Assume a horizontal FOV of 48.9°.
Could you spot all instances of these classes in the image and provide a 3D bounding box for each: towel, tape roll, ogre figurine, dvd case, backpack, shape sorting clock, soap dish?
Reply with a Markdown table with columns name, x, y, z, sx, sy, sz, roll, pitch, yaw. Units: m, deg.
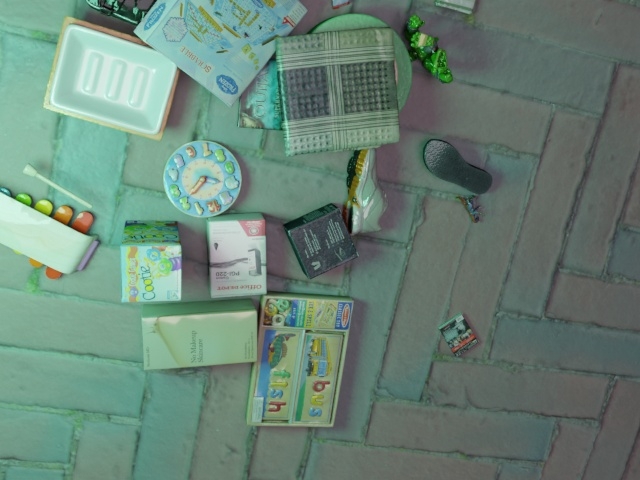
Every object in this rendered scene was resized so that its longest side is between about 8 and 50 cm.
| name | x | y | z | sx | sy | sz | roll | pitch | yaw |
| --- | --- | --- | --- | --- | --- | --- | --- | --- | --- |
| towel | 0.381 | -0.708 | 1.926 | 0.113 | 0.023 | 0.151 | 9 | 99 | -18 |
| towel | 0.049 | -0.385 | 1.830 | 0.324 | 0.056 | 0.312 | -8 | 103 | -13 |
| tape roll | 0.083 | -0.441 | 1.891 | 0.322 | 0.077 | 0.321 | -3 | 105 | -13 |
| ogre figurine | 0.286 | -0.514 | 1.898 | 0.197 | 0.118 | 0.096 | 34 | 98 | -17 |
| dvd case | 0.431 | 0.295 | 2.191 | 0.087 | 0.013 | 0.119 | -34 | 110 | -3 |
| backpack | -0.422 | -0.642 | 1.658 | 0.225 | 0.191 | 0.253 | 17 | 106 | -19 |
| shape sorting clock | -0.314 | -0.164 | 1.874 | 0.206 | 0.040 | 0.206 | -1 | 96 | -10 |
| soap dish | -0.508 | -0.397 | 1.738 | 0.291 | 0.118 | 0.228 | 15 | 100 | -16 |

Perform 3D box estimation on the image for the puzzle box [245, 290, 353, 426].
| name | x | y | z | sx | sy | sz | roll | pitch | yaw |
| --- | --- | --- | --- | --- | --- | --- | --- | --- | --- |
| puzzle box | -0.063 | 0.354 | 2.068 | 0.272 | 0.052 | 0.408 | 4 | 103 | -15 |

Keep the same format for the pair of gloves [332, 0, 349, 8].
| name | x | y | z | sx | sy | sz | roll | pitch | yaw |
| --- | --- | --- | --- | --- | --- | --- | --- | --- | --- |
| pair of gloves | 0.093 | -0.706 | 1.855 | 0.198 | 0.023 | 0.159 | -16 | 109 | -8 |

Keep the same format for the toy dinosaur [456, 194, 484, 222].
| name | x | y | z | sx | sy | sz | roll | pitch | yaw |
| --- | --- | --- | --- | --- | --- | --- | --- | --- | --- |
| toy dinosaur | 0.450 | -0.092 | 2.096 | 0.090 | 0.047 | 0.082 | 8 | 114 | 18 |

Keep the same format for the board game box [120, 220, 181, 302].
| name | x | y | z | sx | sy | sz | roll | pitch | yaw |
| --- | --- | --- | --- | --- | --- | --- | --- | --- | --- |
| board game box | -0.429 | 0.046 | 1.785 | 0.142 | 0.275 | 0.144 | 0 | 104 | -13 |

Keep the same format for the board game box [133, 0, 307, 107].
| name | x | y | z | sx | sy | sz | roll | pitch | yaw |
| --- | --- | --- | --- | --- | --- | --- | --- | --- | --- |
| board game box | -0.228 | -0.527 | 1.684 | 0.318 | 0.066 | 0.319 | -50 | 143 | 5 |

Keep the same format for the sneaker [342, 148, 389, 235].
| name | x | y | z | sx | sy | sz | roll | pitch | yaw |
| --- | --- | --- | --- | --- | --- | --- | --- | --- | --- |
| sneaker | 0.139 | -0.142 | 1.978 | 0.121 | 0.099 | 0.262 | 0 | 111 | -21 |

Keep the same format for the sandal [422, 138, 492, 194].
| name | x | y | z | sx | sy | sz | roll | pitch | yaw |
| --- | --- | --- | --- | --- | --- | --- | --- | --- | --- |
| sandal | 0.388 | -0.209 | 2.040 | 0.255 | 0.054 | 0.097 | 30 | 103 | -28 |

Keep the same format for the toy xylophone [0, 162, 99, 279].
| name | x | y | z | sx | sy | sz | roll | pitch | yaw |
| --- | --- | --- | --- | --- | --- | --- | --- | --- | --- |
| toy xylophone | -0.715 | -0.050 | 1.795 | 0.323 | 0.081 | 0.236 | 38 | 93 | -19 |

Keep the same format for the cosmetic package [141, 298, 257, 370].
| name | x | y | z | sx | sy | sz | roll | pitch | yaw |
| --- | --- | --- | --- | --- | --- | --- | --- | --- | --- |
| cosmetic package | -0.335 | 0.257 | 1.948 | 0.310 | 0.113 | 0.160 | -4 | 105 | -13 |

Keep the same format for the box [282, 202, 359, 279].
| name | x | y | z | sx | sy | sz | roll | pitch | yaw |
| --- | --- | --- | --- | --- | --- | --- | --- | --- | --- |
| box | 0.000 | 0.000 | 1.972 | 0.158 | 0.093 | 0.155 | -25 | 108 | -7 |

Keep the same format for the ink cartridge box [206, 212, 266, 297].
| name | x | y | z | sx | sy | sz | roll | pitch | yaw |
| --- | --- | --- | --- | --- | --- | --- | --- | --- | --- |
| ink cartridge box | -0.230 | 0.040 | 1.929 | 0.159 | 0.092 | 0.217 | -3 | 106 | -12 |

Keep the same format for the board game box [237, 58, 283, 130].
| name | x | y | z | sx | sy | sz | roll | pitch | yaw |
| --- | --- | --- | --- | --- | --- | --- | --- | --- | --- |
| board game box | -0.153 | -0.390 | 1.873 | 0.126 | 0.026 | 0.186 | 2 | 103 | -14 |
